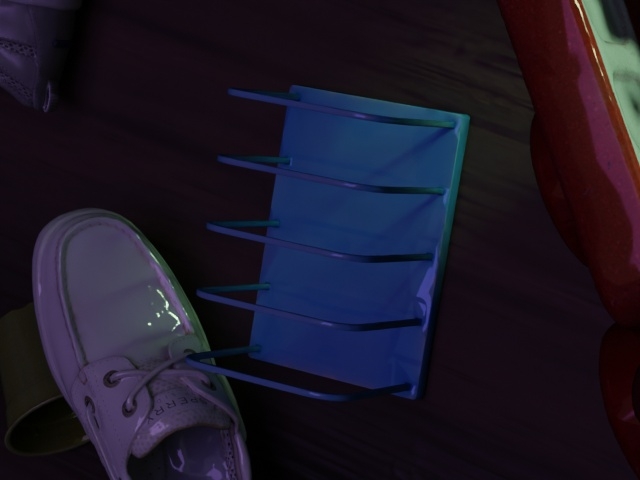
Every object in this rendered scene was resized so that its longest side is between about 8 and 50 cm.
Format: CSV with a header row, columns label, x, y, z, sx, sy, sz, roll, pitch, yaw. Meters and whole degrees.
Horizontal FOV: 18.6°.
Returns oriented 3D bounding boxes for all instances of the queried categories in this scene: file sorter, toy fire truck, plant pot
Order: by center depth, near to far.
label,x,y,z,sx,sy,sz,roll,pitch,yaw
toy fire truck,0.184,0.011,0.944,0.169,0.254,0.302,-21,81,28
file sorter,0.000,0.000,1.133,0.118,0.104,0.170,12,96,28
plant pot,-0.174,0.083,1.253,0.083,0.083,0.079,-37,61,25

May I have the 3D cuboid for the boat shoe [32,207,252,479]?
label,x,y,z,sx,sy,sz,roll,pitch,yaw
boat shoe,-0.090,0.105,1.169,0.277,0.098,0.096,67,161,1

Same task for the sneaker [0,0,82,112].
label,x,y,z,sx,sy,sz,roll,pitch,yaw
sneaker,-0.287,-0.138,1.290,0.281,0.105,0.115,5,93,29
